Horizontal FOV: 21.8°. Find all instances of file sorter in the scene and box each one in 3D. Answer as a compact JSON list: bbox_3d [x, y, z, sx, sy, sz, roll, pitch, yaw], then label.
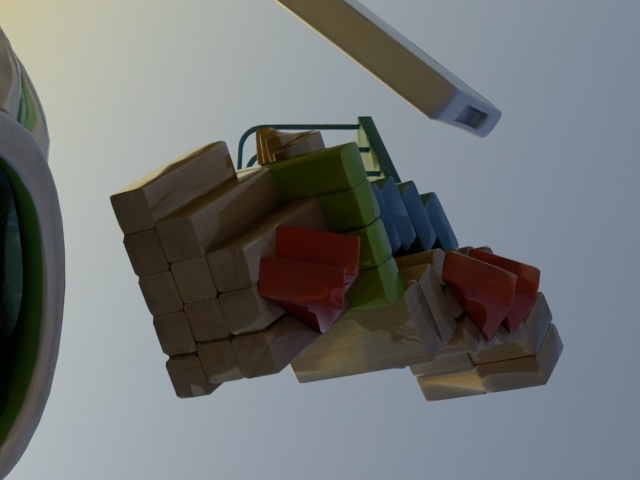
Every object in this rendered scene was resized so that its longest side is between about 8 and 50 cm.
[{"bbox_3d":[0.000,0.000,1.203,0.170,0.104,0.118,-110,-159,-59],"label":"file sorter"}]

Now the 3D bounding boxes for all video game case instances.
[{"bbox_3d":[-0.002,-0.200,1.389,0.036,0.329,0.300,-53,170,8],"label":"video game case"}]

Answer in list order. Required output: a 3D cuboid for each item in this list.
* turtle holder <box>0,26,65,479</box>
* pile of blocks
[{"bbox_3d":[-0.194,-0.032,0.557,0.227,0.243,0.320,16,-96,35],"label":"turtle holder"},{"bbox_3d":[0.043,0.008,0.905,0.112,0.362,0.149,-12,-102,30],"label":"pile of blocks"}]
